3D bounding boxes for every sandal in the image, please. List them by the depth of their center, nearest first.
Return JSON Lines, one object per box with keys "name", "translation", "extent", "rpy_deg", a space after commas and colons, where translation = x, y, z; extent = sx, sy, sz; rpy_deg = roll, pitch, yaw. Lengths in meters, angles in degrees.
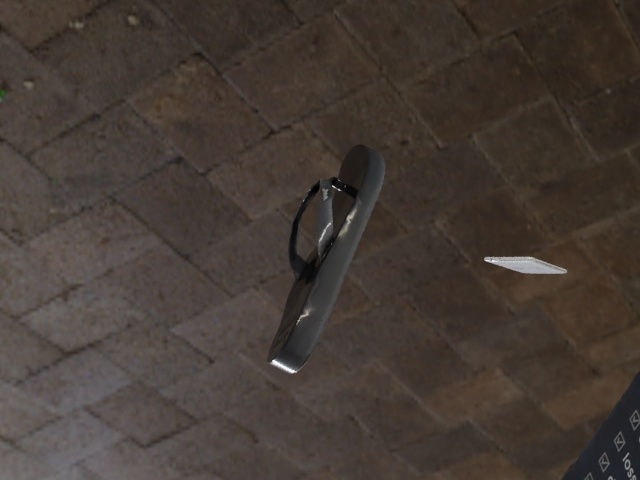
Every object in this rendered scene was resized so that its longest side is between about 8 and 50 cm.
{"name": "sandal", "translation": [0.000, 0.000, 1.018], "extent": [0.054, 0.254, 0.097], "rpy_deg": [28, 140, -8]}

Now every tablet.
{"name": "tablet", "translation": [0.208, 0.026, 1.138], "extent": [0.054, 0.006, 0.083], "rpy_deg": [-1, 169, 38]}

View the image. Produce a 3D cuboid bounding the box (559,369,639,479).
{"name": "box", "translation": [0.410, 0.307, 0.837], "extent": [0.297, 0.480, 0.471], "rpy_deg": [9, 130, -14]}
